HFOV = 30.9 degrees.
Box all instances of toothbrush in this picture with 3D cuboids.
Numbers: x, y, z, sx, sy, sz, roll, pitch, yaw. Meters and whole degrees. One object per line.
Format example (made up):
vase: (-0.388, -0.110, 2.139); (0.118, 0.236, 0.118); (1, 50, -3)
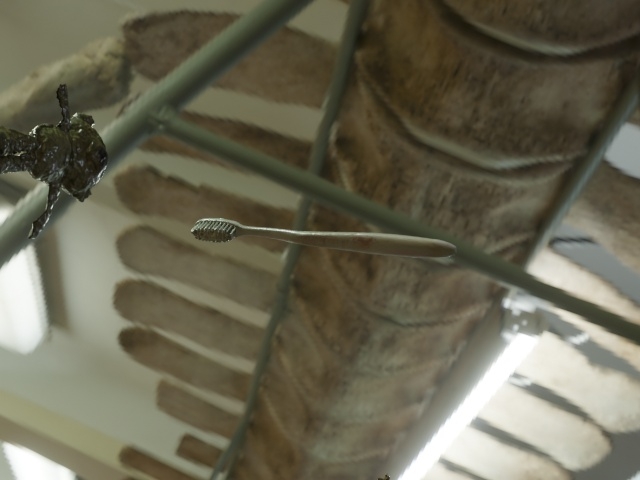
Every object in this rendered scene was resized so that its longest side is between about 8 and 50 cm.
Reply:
toothbrush: (0.000, 0.000, 1.307); (0.307, 0.029, 0.025); (5, -65, 13)

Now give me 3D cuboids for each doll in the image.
doll: (-0.367, -0.125, 1.557); (0.091, 0.202, 0.286); (1, -24, 14)

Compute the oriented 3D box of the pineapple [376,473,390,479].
pineapple: (0.073, 0.323, 1.277); (0.114, 0.077, 0.114); (56, 2, 18)
